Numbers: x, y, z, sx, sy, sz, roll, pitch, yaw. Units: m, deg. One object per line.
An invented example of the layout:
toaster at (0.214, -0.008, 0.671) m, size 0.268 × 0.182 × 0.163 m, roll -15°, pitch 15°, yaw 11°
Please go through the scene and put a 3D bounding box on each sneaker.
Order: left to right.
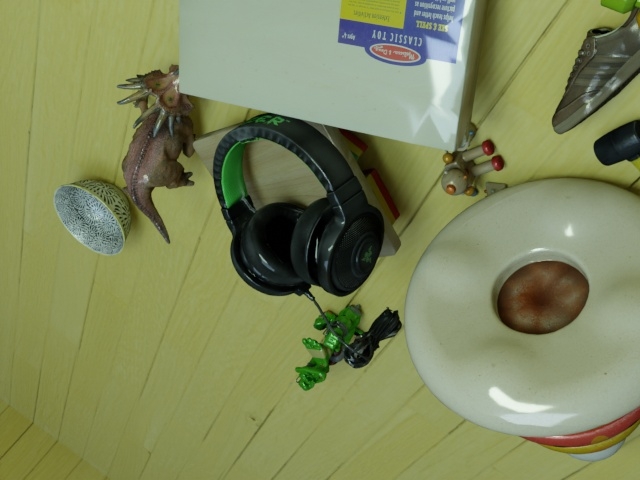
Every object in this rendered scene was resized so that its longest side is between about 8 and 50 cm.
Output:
sneaker at (0.317, -0.199, 0.910) m, size 0.071 × 0.066 × 0.188 m, roll 51°, pitch 136°, yaw 10°

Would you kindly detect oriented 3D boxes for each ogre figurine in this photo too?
ogre figurine at (0.019, 0.187, 1.447) m, size 0.097 × 0.118 × 0.197 m, roll 23°, pitch 137°, yaw 24°

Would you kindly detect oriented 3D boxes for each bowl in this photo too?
bowl at (-0.424, -0.060, 1.568) m, size 0.170 × 0.080 × 0.170 m, roll 21°, pitch 138°, yaw 20°

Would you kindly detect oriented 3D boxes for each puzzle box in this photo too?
puzzle box at (0.002, -0.280, 0.994) m, size 0.409 × 0.052 × 0.272 m, roll 17°, pitch 116°, yaw 24°

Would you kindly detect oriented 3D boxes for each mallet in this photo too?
mallet at (0.404, -0.063, 0.988) m, size 0.062 × 0.039 × 0.189 m, roll -19°, pitch 119°, yaw 46°

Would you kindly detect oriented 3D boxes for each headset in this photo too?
headset at (0.000, 0.000, 1.151) m, size 0.243 × 0.185 × 0.394 m, roll -4°, pitch 114°, yaw 47°

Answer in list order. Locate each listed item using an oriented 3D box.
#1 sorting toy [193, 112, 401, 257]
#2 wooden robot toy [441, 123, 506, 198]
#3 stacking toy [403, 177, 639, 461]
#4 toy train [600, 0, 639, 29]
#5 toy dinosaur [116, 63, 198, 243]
sorting toy at (-0.024, -0.090, 1.234) m, size 0.257 × 0.089 × 0.255 m, roll -8°, pitch 122°, yaw 42°
wooden robot toy at (0.188, -0.097, 1.078) m, size 0.076 × 0.079 × 0.173 m, roll -18°, pitch 116°, yaw 45°
stacking toy at (0.350, 0.176, 1.112) m, size 0.350 × 0.350 × 0.480 m, roll 4°, pitch 149°, yaw 34°
toy train at (0.336, -0.216, 0.791) m, size 0.143 × 0.105 × 0.248 m, roll 36°, pitch 118°, yaw 21°
toy dinosaur at (-0.257, -0.147, 1.254) m, size 0.127 × 0.295 × 0.200 m, roll 11°, pitch 180°, yaw -5°
